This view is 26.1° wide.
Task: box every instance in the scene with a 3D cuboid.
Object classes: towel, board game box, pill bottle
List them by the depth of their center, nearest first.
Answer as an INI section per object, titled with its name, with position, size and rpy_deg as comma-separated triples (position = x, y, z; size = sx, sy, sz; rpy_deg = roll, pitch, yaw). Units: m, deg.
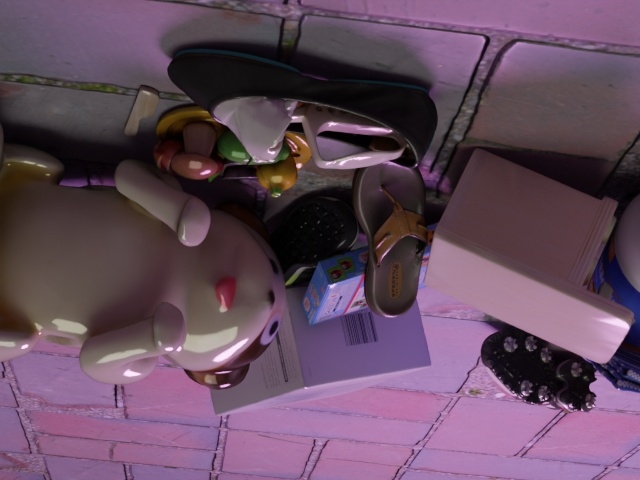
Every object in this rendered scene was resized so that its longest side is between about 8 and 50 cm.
[pill bottle]
position = 0.405, 0.023, 1.593
size = 0.152, 0.152, 0.272
rpy_deg = 4, 157, 2
[board game box]
position = 0.089, 0.037, 1.725
size = 0.211, 0.039, 0.160
rpy_deg = -17, 162, -15
[towel]
position = 0.345, 0.129, 1.761
size = 0.243, 0.040, 0.336
rpy_deg = 22, -169, -38

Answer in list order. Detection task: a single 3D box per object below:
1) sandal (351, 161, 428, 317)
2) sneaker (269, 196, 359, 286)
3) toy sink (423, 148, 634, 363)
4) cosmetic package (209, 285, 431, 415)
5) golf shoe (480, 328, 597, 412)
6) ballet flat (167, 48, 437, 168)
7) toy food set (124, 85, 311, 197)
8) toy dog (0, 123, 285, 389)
[sandal]
position = 0.086, 0.000, 1.590
size = 0.090, 0.060, 0.219
rpy_deg = -10, 118, -18
[sneaker]
position = 0.000, 0.000, 1.744
size = 0.097, 0.084, 0.234
rpy_deg = -7, 168, -31
[toy sink]
position = 0.251, 0.016, 1.559
size = 0.234, 0.131, 0.153
rpy_deg = 24, 160, 10
[cosmetic package]
position = -0.011, 0.147, 1.910
size = 0.224, 0.138, 0.224
rpy_deg = -5, 169, -37
[golf shoe]
position = 0.316, 0.212, 2.142
size = 0.120, 0.105, 0.273
rpy_deg = -7, 156, 43
[ballet flat]
position = -0.018, -0.126, 1.385
size = 0.280, 0.096, 0.095
rpy_deg = 8, 158, -7
[toy food set]
position = -0.116, -0.089, 1.526
size = 0.217, 0.071, 0.128
rpy_deg = 14, 156, -21
[toy dog]
position = -0.239, 0.055, 1.639
size = 0.407, 0.285, 0.395
rpy_deg = 10, 162, -17
